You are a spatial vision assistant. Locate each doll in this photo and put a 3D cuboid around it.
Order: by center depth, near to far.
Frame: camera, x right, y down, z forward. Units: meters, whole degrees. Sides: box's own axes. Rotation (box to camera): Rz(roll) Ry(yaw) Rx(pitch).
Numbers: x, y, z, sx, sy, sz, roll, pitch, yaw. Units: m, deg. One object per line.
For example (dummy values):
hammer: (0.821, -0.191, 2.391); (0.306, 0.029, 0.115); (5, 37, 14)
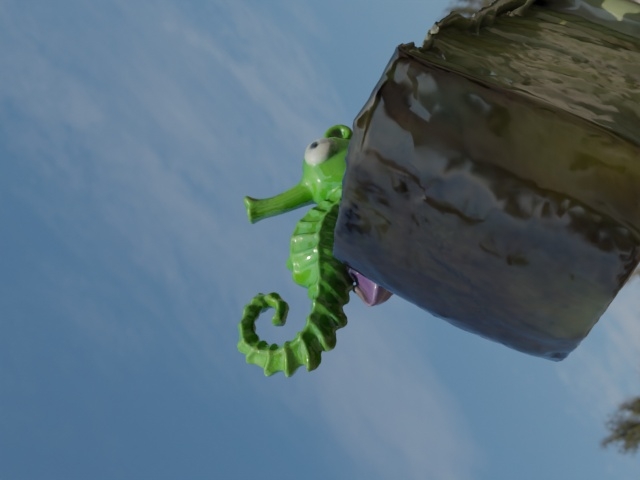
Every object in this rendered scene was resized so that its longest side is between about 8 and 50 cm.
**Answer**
doll: (0.000, 0.000, 0.665); (0.050, 0.115, 0.190); (59, -144, -49)

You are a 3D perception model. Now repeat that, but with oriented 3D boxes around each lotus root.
lotus root: (0.096, -0.037, 0.456); (0.119, 0.138, 0.235); (33, -144, 12)
